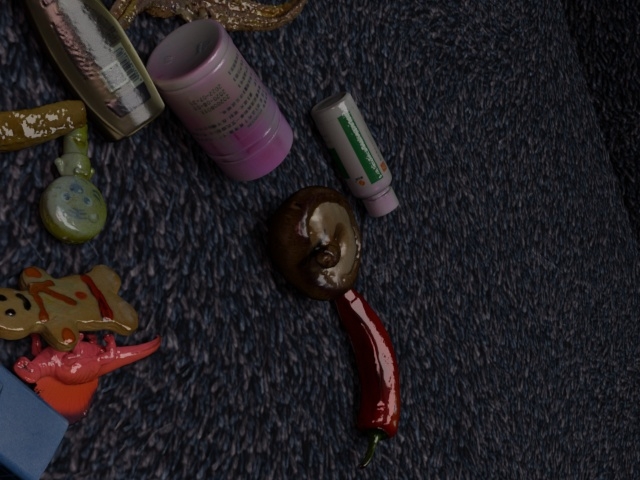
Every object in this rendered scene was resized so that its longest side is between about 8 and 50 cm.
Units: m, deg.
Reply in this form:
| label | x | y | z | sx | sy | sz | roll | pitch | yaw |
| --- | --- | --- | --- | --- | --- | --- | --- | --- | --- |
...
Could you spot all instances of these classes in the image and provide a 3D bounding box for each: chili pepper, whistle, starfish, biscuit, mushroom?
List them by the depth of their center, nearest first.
| label | x | y | z | sx | sy | sz | roll | pitch | yaw |
| --- | --- | --- | --- | --- | --- | --- | --- | --- | --- |
| biscuit | -0.372 | 0.093 | 1.477 | 0.234 | 0.030 | 0.153 | -2 | 43 | -40 |
| whistle | -0.377 | -0.089 | 1.579 | 0.104 | 0.057 | 0.198 | 15 | 60 | -43 |
| starfish | -0.204 | -0.487 | 1.840 | 0.398 | 0.132 | 0.384 | 6 | 74 | -28 |
| mushroom | -0.014 | 0.002 | 1.949 | 0.194 | 0.138 | 0.231 | -73 | 146 | -51 |
| chili pepper | 0.089 | 0.255 | 2.044 | 0.137 | 0.092 | 0.369 | -3 | 75 | -33 |

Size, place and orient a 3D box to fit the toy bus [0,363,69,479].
| label | x | y | z | sx | sy | sz | roll | pitch | yaw |
| --- | --- | --- | --- | --- | --- | --- | --- | --- | --- |
| toy bus | -0.448 | 0.211 | 1.328 | 0.234 | 0.133 | 0.116 | 50 | 46 | -31 |

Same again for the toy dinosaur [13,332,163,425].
| label | x | y | z | sx | sy | sz | roll | pitch | yaw |
| --- | --- | --- | --- | --- | --- | --- | --- | --- | --- |
| toy dinosaur | -0.338 | 0.205 | 1.538 | 0.286 | 0.070 | 0.139 | 9 | 83 | -53 |

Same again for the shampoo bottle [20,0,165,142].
| label | x | y | z | sx | sy | sz | roll | pitch | yaw |
| --- | --- | --- | --- | --- | --- | --- | --- | --- | --- |
| shampoo bottle | -0.376 | -0.323 | 1.608 | 0.125 | 0.084 | 0.350 | -41 | 113 | -24 |

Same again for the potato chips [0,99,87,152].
| label | x | y | z | sx | sy | sz | roll | pitch | yaw |
| --- | --- | --- | --- | --- | --- | --- | --- | --- | --- |
| potato chips | -0.494 | -0.147 | 1.425 | 0.407 | 0.080 | 0.057 | -12 | 73 | -51 |

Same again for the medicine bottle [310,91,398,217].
| label | x | y | z | sx | sy | sz | roll | pitch | yaw |
| --- | --- | --- | --- | --- | --- | --- | --- | --- | --- |
| medicine bottle | 0.076 | -0.172 | 2.129 | 0.095 | 0.095 | 0.260 | -48 | 116 | -47 |

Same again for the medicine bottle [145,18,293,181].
| label | x | y | z | sx | sy | sz | roll | pitch | yaw |
| --- | --- | --- | --- | --- | --- | --- | --- | --- | --- |
| medicine bottle | -0.166 | -0.233 | 1.767 | 0.254 | 0.152 | 0.152 | 54 | 42 | -44 |
